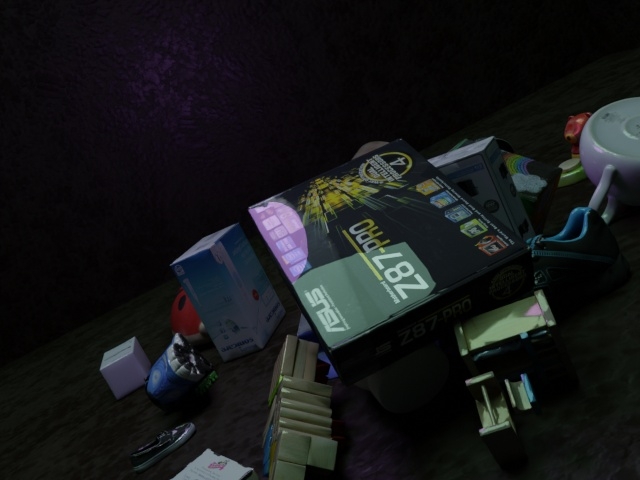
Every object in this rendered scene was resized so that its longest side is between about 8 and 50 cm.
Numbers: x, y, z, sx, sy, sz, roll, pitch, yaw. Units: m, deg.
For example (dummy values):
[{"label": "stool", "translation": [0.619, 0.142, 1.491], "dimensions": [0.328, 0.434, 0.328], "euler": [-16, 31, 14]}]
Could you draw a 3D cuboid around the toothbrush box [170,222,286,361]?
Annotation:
[{"label": "toothbrush box", "translation": [-0.234, 0.133, 1.684], "dimensions": [0.126, 0.295, 0.216], "euler": [-21, 12, 20]}]

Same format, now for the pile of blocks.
[{"label": "pile of blocks", "translation": [-0.024, 0.299, 1.034], "dimensions": [0.113, 0.149, 0.362], "euler": [15, 21, -7]}]

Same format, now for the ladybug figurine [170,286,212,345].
[{"label": "ladybug figurine", "translation": [-0.338, 0.187, 2.005], "dimensions": [0.305, 0.161, 0.449], "euler": [-26, 12, 0]}]

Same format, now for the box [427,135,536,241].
[{"label": "box", "translation": [0.307, -0.034, 1.240], "dimensions": [0.169, 0.290, 0.087], "euler": [-17, 17, 34]}]

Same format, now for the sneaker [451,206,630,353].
[{"label": "sneaker", "translation": [0.347, 0.069, 1.067], "dimensions": [0.341, 0.139, 0.125], "euler": [-31, 14, -13]}]

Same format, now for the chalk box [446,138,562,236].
[{"label": "chalk box", "translation": [0.337, -0.093, 1.384], "dimensions": [0.289, 0.179, 0.180], "euler": [23, 38, 27]}]

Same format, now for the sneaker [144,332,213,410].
[{"label": "sneaker", "translation": [-0.355, 0.317, 1.529], "dimensions": [0.147, 0.130, 0.330], "euler": [-45, -2, -5]}]

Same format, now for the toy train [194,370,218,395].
[{"label": "toy train", "translation": [-0.274, 0.342, 1.529], "dimensions": [0.017, 0.023, 0.083], "euler": [-20, 13, 31]}]

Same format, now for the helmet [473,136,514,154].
[{"label": "helmet", "translation": [0.521, -0.245, 2.013], "dimensions": [0.169, 0.169, 0.161], "euler": [-17, 31, 39]}]

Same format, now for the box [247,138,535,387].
[{"label": "box", "translation": [0.091, 0.007, 1.026], "dimensions": [0.318, 0.097, 0.395], "euler": [-26, 39, -6]}]

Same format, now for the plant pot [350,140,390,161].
[{"label": "plant pot", "translation": [0.156, -0.061, 1.764], "dimensions": [0.280, 0.323, 0.323], "euler": [-51, 20, -21]}]

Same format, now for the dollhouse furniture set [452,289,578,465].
[{"label": "dollhouse furniture set", "translation": [0.269, 0.189, 0.832], "dimensions": [0.129, 0.129, 0.183], "euler": [-23, 36, 16]}]

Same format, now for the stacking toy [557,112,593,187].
[{"label": "stacking toy", "translation": [0.742, -0.265, 1.691], "dimensions": [0.280, 0.130, 0.309], "euler": [-32, 12, -28]}]

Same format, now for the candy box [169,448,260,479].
[{"label": "candy box", "translation": [-0.194, 0.409, 0.940], "dimensions": [0.196, 0.070, 0.165], "euler": [-34, 14, -31]}]

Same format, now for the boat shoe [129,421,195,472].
[{"label": "boat shoe", "translation": [-0.318, 0.409, 1.289], "dimensions": [0.142, 0.040, 0.049], "euler": [-33, 13, -29]}]

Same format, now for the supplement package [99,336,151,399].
[{"label": "supplement package", "translation": [-0.562, 0.366, 1.851], "dimensions": [0.105, 0.105, 0.179], "euler": [-28, 12, -11]}]

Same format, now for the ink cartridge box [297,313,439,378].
[{"label": "ink cartridge box", "translation": [0.096, 0.115, 1.293], "dimensions": [0.304, 0.072, 0.307], "euler": [-21, 37, 29]}]

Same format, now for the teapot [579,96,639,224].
[{"label": "teapot", "translation": [0.653, -0.156, 1.308], "dimensions": [0.256, 0.187, 0.252], "euler": [-7, 43, 11]}]

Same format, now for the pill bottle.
[{"label": "pill bottle", "translation": [0.083, 0.146, 1.080], "dimensions": [0.169, 0.169, 0.301], "euler": [-29, 35, -9]}]
